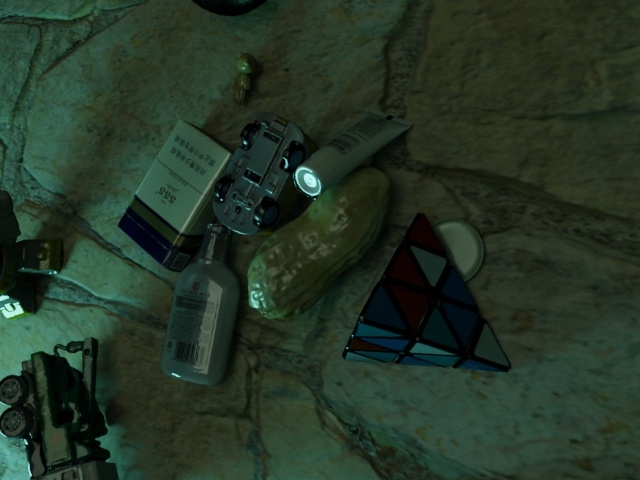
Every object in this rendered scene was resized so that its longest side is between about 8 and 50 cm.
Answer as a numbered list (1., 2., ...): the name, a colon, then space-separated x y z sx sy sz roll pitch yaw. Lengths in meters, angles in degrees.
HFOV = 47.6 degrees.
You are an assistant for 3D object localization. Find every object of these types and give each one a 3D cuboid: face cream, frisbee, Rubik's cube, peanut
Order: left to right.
1. face cream: -0.215 0.114 1.344 0.143 0.071 0.292 6 84 28
2. peanut: 0.000 0.000 1.216 0.313 0.149 0.149 -46 63 10
3. face cream: 0.050 -0.153 1.190 0.092 0.243 0.058 26 138 28
4. Rubik's cube: 0.124 0.053 1.108 0.284 0.250 0.234 -2 67 34
5. frisbee: 0.210 0.018 1.163 0.110 0.014 0.110 -6 78 27

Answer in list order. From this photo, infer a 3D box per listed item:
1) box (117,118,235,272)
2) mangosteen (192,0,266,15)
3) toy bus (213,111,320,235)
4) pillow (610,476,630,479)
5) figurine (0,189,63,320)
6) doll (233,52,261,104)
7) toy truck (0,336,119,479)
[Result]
1. box: -0.271 -0.087 1.414 0.168 0.071 0.259 37 99 29
2. mangosteen: -0.173 -0.548 1.381 0.216 0.216 0.216 -6 77 28
3. toy bus: -0.085 -0.106 1.277 0.126 0.136 0.210 30 96 30
4. pillow: 0.355 0.496 0.957 0.280 0.076 0.274 -33 69 13
5. figurine: -0.711 0.059 1.505 0.167 0.285 0.343 14 85 32
6. doll: -0.153 -0.315 1.406 0.093 0.051 0.061 -59 32 3
7. toy truck: -0.495 0.374 1.386 0.177 0.176 0.364 -15 69 2
